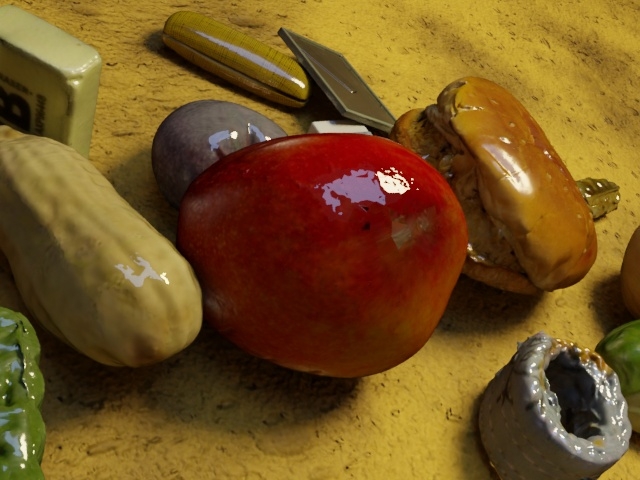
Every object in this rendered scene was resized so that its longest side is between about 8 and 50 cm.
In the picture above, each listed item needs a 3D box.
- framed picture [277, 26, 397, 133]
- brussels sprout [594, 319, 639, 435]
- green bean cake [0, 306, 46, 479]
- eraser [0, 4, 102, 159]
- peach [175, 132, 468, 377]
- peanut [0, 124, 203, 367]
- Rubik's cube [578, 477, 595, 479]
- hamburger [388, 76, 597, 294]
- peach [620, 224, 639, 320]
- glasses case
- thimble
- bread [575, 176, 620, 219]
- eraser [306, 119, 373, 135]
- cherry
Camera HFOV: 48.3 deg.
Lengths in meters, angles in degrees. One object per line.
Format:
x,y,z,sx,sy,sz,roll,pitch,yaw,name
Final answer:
0.032,-0.238,1.079,0.150,0.015,0.203,8,40,-49,framed picture
0.411,0.159,0.864,0.149,0.122,0.151,34,43,10,brussels sprout
-0.307,0.168,0.493,0.222,0.125,0.248,-1,51,-28,green bean cake
-0.301,-0.145,0.755,0.117,0.172,0.058,30,45,1,eraser
0.000,0.000,0.702,0.274,0.245,0.249,12,55,-21,peach
-0.235,0.008,0.670,0.319,0.148,0.147,37,43,26,peanut
0.125,0.345,0.458,0.246,0.250,0.248,-18,62,-38,Rubik's cube
0.230,-0.061,0.913,0.314,0.170,0.290,19,45,-53,hamburger
0.512,0.067,0.952,0.232,0.232,0.232,14,45,-15,peach
-0.116,-0.264,1.038,0.234,0.064,0.079,25,36,-5,glasses case
0.243,0.188,0.757,0.127,0.118,0.151,24,45,-4,thimble
0.422,-0.065,1.128,0.110,0.060,0.066,-16,88,-35,bread
0.065,-0.077,0.966,0.091,0.046,0.212,-10,55,-35,eraser
-0.117,-0.092,0.826,0.176,0.140,0.176,12,22,-5,cherry
